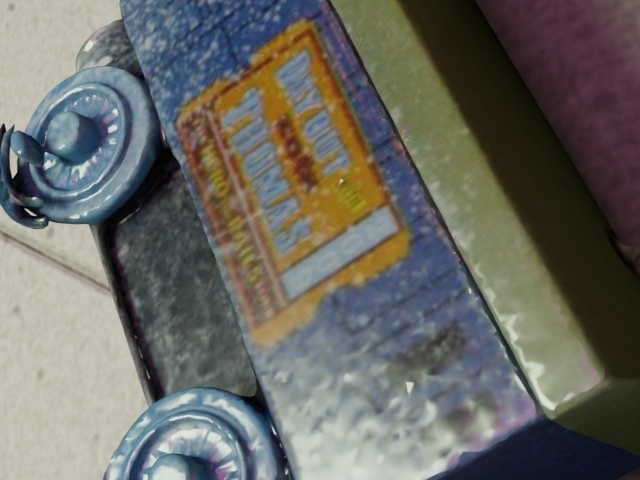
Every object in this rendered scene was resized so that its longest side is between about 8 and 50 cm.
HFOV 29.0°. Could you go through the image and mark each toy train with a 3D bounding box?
[{"bbox_3d":[0.000,0.000,0.471,0.202,0.131,0.299,-35,58,17],"label":"toy train"}]
